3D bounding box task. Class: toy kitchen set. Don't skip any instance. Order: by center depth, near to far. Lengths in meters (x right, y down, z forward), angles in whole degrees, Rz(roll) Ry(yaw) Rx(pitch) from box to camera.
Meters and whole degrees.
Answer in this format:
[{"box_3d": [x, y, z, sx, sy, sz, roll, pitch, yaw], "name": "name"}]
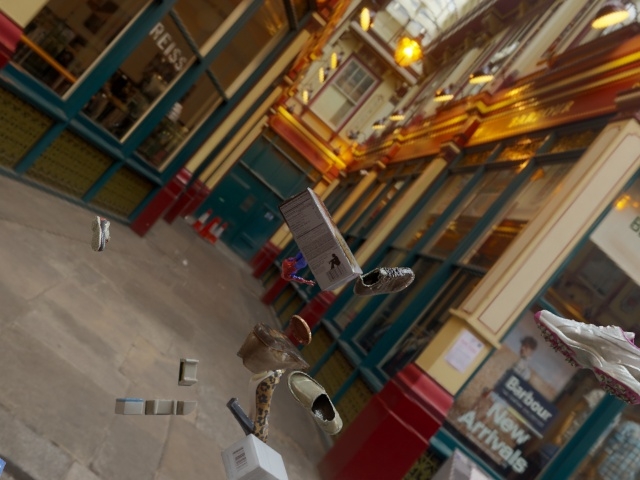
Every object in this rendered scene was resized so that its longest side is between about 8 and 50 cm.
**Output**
[{"box_3d": [-0.477, 0.425, 1.708, 0.207, 0.166, 0.122, 10, -18, -29], "name": "toy kitchen set"}]

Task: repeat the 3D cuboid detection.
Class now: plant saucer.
[{"box_3d": [-0.051, 0.232, 1.514, 0.083, 0.013, 0.084, 33, -45, 41], "name": "plant saucer"}]

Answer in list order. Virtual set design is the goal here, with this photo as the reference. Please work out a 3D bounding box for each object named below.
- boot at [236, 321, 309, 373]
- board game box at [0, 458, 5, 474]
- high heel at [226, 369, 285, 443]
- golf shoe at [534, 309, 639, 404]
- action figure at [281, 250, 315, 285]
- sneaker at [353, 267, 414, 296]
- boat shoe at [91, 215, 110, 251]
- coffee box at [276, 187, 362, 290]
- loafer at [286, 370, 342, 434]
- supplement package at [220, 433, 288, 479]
[{"box_3d": [-0.132, 0.323, 1.638, 0.112, 0.115, 0.305, 42, -1, 34], "name": "boot"}, {"box_3d": [-0.909, 0.634, 1.501, 0.145, 0.027, 0.281, 56, 2, -24], "name": "board game box"}, {"box_3d": [-0.166, 0.530, 1.926, 0.186, 0.261, 0.093, 58, -28, -13], "name": "high heel"}, {"box_3d": [0.656, 0.249, 1.389, 0.306, 0.140, 0.115, 42, -6, 41], "name": "golf shoe"}, {"box_3d": [-0.045, 0.081, 2.083, 0.138, 0.092, 0.280, 10, -29, -29], "name": "action figure"}, {"box_3d": [0.185, 0.109, 1.644, 0.071, 0.188, 0.066, 94, -26, -51], "name": "sneaker"}, {"box_3d": [-0.578, -0.015, 1.545, 0.043, 0.049, 0.137, 30, 20, -37], "name": "boat shoe"}, {"box_3d": [0.000, 0.000, 1.806, 0.297, 0.118, 0.168, 61, 9, 10], "name": "coffee box"}, {"box_3d": [-0.019, 0.553, 2.042, 0.268, 0.101, 0.092, 42, -28, 25], "name": "loafer"}, {"box_3d": [-0.177, 0.629, 1.602, 0.179, 0.105, 0.105, 55, 4, -43], "name": "supplement package"}]
